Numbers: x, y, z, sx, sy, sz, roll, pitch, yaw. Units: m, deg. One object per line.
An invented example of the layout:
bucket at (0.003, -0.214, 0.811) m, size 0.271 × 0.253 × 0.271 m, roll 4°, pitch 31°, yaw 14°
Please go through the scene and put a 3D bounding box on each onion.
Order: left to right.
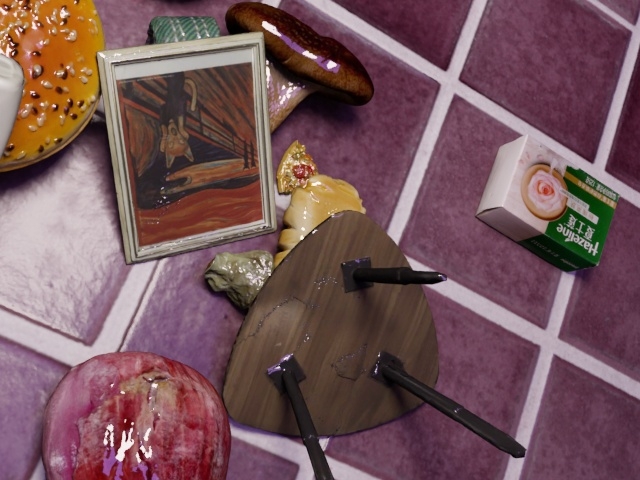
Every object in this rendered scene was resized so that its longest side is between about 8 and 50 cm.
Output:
onion at (-0.189, 0.258, 0.910) m, size 0.227 × 0.120 × 0.284 m, roll 10°, pitch 60°, yaw -32°

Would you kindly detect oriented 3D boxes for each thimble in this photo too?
thimble at (-0.176, -0.222, 1.056) m, size 0.090 × 0.118 × 0.135 m, roll -5°, pitch 99°, yaw -20°

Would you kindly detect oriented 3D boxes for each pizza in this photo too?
pizza at (-0.021, -0.097, 1.147) m, size 0.078 × 0.025 × 0.083 m, roll 20°, pitch 71°, yaw -16°

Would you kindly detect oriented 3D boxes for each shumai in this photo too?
shumai at (-0.110, 0.045, 1.050) m, size 0.080 × 0.083 × 0.082 m, roll 12°, pitch 35°, yaw -40°

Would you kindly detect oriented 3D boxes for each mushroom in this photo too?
mushroom at (-0.059, -0.187, 1.111) m, size 0.226 × 0.148 × 0.218 m, roll 26°, pitch 88°, yaw -7°

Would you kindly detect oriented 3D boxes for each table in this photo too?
table at (0.089, 0.161, 0.977) m, size 0.317 × 0.249 × 0.318 m, roll -5°, pitch 104°, yaw -23°

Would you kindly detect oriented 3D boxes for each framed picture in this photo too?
framed picture at (-0.156, -0.114, 1.023) m, size 0.216 × 0.016 × 0.274 m, roll -15°, pitch 116°, yaw -25°

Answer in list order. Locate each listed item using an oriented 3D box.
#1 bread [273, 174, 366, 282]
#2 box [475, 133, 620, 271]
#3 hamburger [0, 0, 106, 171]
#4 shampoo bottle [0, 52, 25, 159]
bread at (0.000, 0.000, 1.103) m, size 0.119 × 0.084 × 0.177 m, roll 19°, pitch 72°, yaw -21°
box at (0.356, -0.055, 1.272) m, size 0.199 × 0.081 × 0.135 m, roll 28°, pitch 70°, yaw -14°
hamburger at (-0.394, -0.221, 0.931) m, size 0.300 × 0.176 × 0.300 m, roll 5°, pitch 78°, yaw -24°
shampoo bottle at (-0.412, -0.076, 0.822) m, size 0.153 × 0.284 × 0.071 m, roll 17°, pitch 29°, yaw -28°
